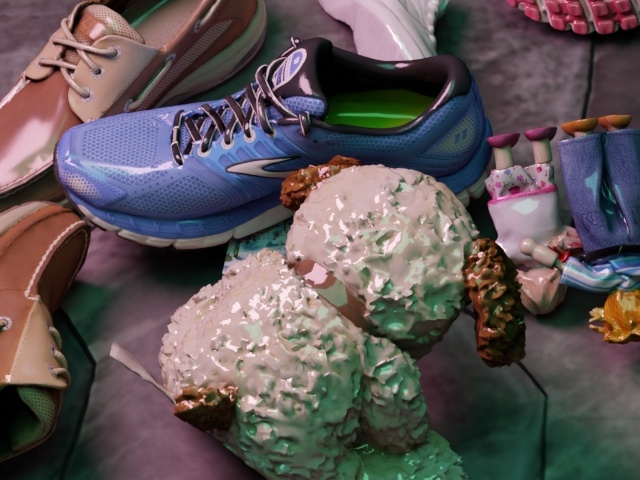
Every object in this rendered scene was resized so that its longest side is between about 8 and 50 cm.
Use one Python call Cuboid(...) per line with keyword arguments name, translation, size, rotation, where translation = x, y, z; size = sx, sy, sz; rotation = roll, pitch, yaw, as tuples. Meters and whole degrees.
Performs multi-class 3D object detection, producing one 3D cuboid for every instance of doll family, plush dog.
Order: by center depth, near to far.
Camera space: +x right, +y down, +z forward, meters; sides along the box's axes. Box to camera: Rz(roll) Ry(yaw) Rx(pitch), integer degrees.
Cuboid(name="plush dog", translation=(0.010, 0.049, 1.219), size=(0.262, 0.210, 0.225), rotation=(36, 87, 28))
Cuboid(name="doll family", translation=(0.239, -0.012, 1.309), size=(0.263, 0.118, 0.163), rotation=(-10, 91, -1))

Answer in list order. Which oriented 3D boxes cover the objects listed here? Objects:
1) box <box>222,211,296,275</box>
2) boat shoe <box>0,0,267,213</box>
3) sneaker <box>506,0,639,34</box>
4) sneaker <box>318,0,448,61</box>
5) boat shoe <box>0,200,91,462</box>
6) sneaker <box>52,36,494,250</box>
Cuboid(name="box", translation=(0.000, 0.000, 1.396), size=(0.137, 0.027, 0.094), rotation=(4, 54, 9))
Cuboid(name="boat shoe", translation=(-0.178, -0.139, 1.460), size=(0.123, 0.116, 0.324), rotation=(32, 62, 25))
Cuboid(name="sneaker", translation=(0.285, -0.247, 1.515), size=(0.299, 0.120, 0.112), rotation=(-5, 24, 2))
Cuboid(name="sneaker", translation=(0.072, -0.183, 1.501), size=(0.094, 0.080, 0.212), rotation=(-13, 52, -19))
Cuboid(name="boat shoe", translation=(-0.236, 0.104, 1.274), size=(0.120, 0.122, 0.324), rotation=(22, 47, 10))
Cuboid(name="sneaker", translation=(-0.037, -0.089, 1.358), size=(0.330, 0.147, 0.129), rotation=(-8, 50, -1))
